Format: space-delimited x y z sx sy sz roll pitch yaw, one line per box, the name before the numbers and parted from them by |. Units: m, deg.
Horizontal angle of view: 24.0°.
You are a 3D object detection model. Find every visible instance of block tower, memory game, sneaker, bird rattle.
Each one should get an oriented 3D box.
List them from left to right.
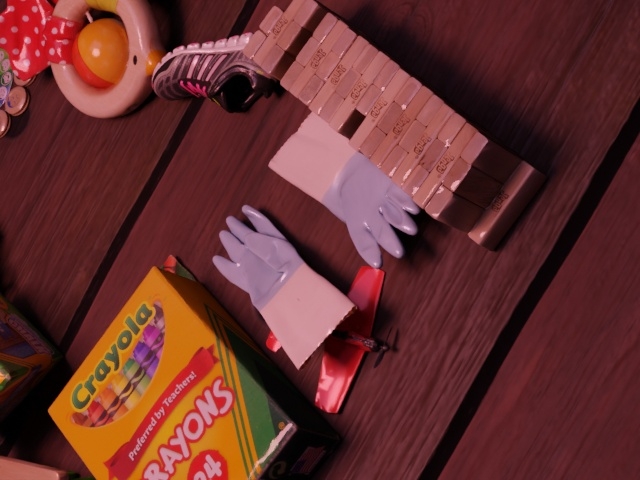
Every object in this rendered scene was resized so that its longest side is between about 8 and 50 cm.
memory game | -0.425 -0.201 1.896 0.186 0.012 0.186 -12 68 33
bird rattle | -0.267 -0.237 1.725 0.254 0.143 0.206 -32 75 28
sneaker | -0.114 -0.171 1.622 0.170 0.063 0.074 -10 63 28
block tower | 0.064 -0.126 1.458 0.335 0.097 0.091 43 102 36

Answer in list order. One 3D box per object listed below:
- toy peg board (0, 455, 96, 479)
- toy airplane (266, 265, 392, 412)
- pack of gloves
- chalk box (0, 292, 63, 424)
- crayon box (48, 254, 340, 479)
toy peg board | -0.310 0.311 1.611 0.161 0.079 0.160 5 93 38
toy airplane | 0.006 0.087 1.470 0.151 0.028 0.151 -13 66 32
pack of gloves | 0.000 0.000 1.501 0.195 0.046 0.232 -50 43 6
chalk box | -0.385 0.136 1.650 0.132 0.213 0.132 44 100 6
crayon box | -0.148 0.171 1.523 0.202 0.081 0.318 -54 51 10
